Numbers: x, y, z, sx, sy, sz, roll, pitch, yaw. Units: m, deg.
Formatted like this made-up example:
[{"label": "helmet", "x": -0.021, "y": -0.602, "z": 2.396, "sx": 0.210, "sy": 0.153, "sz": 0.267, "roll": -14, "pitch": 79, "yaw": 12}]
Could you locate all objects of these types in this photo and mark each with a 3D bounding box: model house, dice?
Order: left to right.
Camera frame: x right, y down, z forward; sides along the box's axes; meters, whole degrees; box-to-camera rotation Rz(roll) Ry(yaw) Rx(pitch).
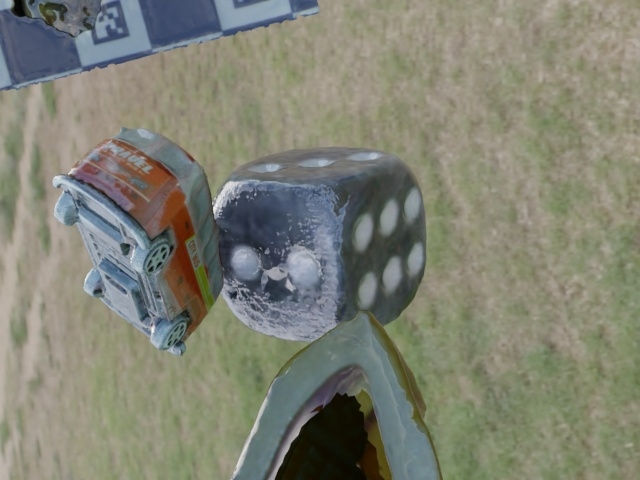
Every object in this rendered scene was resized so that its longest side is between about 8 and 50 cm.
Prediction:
[{"label": "dice", "x": 0.000, "y": 0.000, "z": 1.135, "sx": 0.183, "sy": 0.182, "sz": 0.181, "roll": 6, "pitch": 112, "yaw": 36}, {"label": "model house", "x": 0.037, "y": 0.219, "z": 0.885, "sx": 0.173, "sy": 0.239, "sz": 0.268, "roll": 24, "pitch": 80, "yaw": 22}]

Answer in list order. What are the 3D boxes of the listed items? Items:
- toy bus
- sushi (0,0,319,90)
[{"label": "toy bus", "x": -0.164, "y": -0.001, "z": 1.000, "sx": 0.121, "sy": 0.120, "sz": 0.265, "roll": 33, "pitch": 155, "yaw": 18}, {"label": "sushi", "x": -0.211, "y": -0.318, "z": 0.897, "sx": 0.064, "sy": 0.359, "sz": 0.343, "roll": -91, "pitch": -14, "yaw": -83}]
